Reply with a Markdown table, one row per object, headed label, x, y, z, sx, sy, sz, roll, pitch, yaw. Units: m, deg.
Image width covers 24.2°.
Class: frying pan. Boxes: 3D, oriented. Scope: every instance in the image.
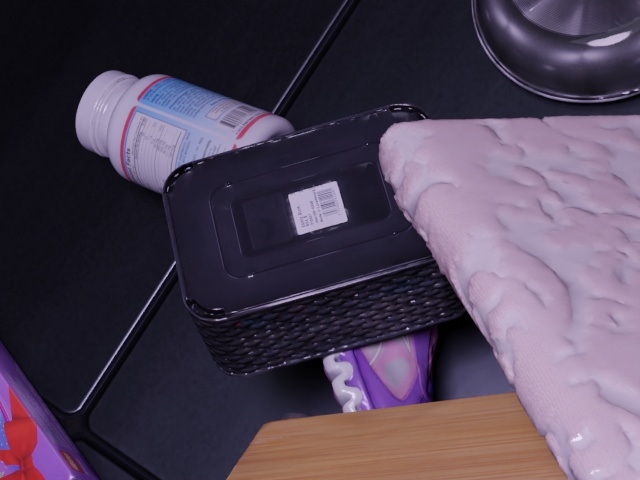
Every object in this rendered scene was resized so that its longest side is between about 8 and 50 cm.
| label | x | y | z | sx | sy | sz | roll | pitch | yaw |
| --- | --- | --- | --- | --- | --- | --- | --- | --- | --- |
| frying pan | 0.229 | -0.145 | 1.051 | 0.197 | 0.053 | 0.326 | -33 | 60 | 7 |

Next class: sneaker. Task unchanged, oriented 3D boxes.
| label | x | y | z | sx | sy | sz | roll | pitch | yaw |
| --- | --- | --- | --- | --- | --- | --- | --- | --- | --- |
| sneaker | 0.048 | 0.059 | 1.017 | 0.104 | 0.095 | 0.236 | -23 | 63 | 2 |

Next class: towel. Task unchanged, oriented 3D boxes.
| label | x | y | z | sx | sy | sz | roll | pitch | yaw |
| --- | --- | --- | --- | --- | --- | --- | --- | --- | --- |
| towel | 0.226 | 0.031 | 0.827 | 0.317 | 0.053 | 0.332 | -3 | 35 | -20 |

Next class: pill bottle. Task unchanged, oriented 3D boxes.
| label | x | y | z | sx | sy | sz | roll | pitch | yaw |
| --- | --- | --- | --- | --- | --- | --- | --- | --- | --- |
| pill bottle | -0.102 | -0.073 | 1.119 | 0.160 | 0.087 | 0.087 | 23 | 79 | 26 |

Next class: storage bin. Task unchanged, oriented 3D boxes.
| label | x | y | z | sx | sy | sz | roll | pitch | yaw |
| --- | --- | --- | --- | --- | --- | --- | --- | --- | --- |
| storage bin | 0.000 | 0.000 | 0.964 | 0.180 | 0.084 | 0.122 | -16 | 57 | 2 |

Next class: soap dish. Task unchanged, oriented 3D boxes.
| label | x | y | z | sx | sy | sz | roll | pitch | yaw |
| --- | --- | --- | --- | --- | --- | --- | --- | --- | --- |
| soap dish | 0.104 | 0.184 | 0.880 | 0.290 | 0.229 | 0.118 | -9 | 51 | 17 |

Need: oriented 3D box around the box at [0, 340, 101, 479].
| label | x | y | z | sx | sy | sz | roll | pitch | yaw |
| --- | --- | --- | --- | --- | --- | --- | --- | --- | --- |
| box | -0.321 | 0.146 | 1.134 | 0.201 | 0.057 | 0.293 | -42 | 62 | 1 |
